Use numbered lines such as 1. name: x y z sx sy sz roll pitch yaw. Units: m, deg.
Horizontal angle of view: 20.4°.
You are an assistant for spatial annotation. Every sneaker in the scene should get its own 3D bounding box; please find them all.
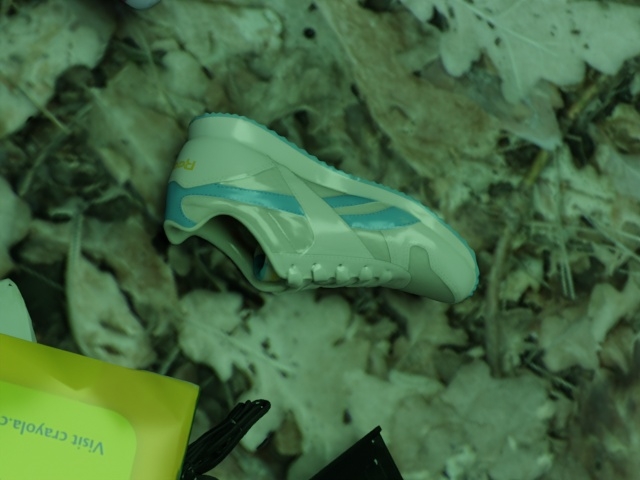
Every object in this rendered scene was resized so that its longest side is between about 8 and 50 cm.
1. sneaker: 0.000 0.000 1.225 0.228 0.087 0.092 24 70 -11

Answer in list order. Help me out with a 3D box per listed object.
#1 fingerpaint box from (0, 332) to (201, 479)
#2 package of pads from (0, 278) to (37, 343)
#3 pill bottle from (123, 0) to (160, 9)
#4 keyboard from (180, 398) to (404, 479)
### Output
1. fingerpaint box: -0.317 0.194 0.776 0.445 0.163 0.371 16 67 -11
2. package of pads: -0.252 0.177 1.009 0.229 0.101 0.296 -7 76 -30
3. pill bottle: -0.183 -0.296 1.180 0.283 0.160 0.160 36 59 -13
4. keyboard: -0.042 0.198 1.100 0.317 0.033 0.201 -31 96 -53
